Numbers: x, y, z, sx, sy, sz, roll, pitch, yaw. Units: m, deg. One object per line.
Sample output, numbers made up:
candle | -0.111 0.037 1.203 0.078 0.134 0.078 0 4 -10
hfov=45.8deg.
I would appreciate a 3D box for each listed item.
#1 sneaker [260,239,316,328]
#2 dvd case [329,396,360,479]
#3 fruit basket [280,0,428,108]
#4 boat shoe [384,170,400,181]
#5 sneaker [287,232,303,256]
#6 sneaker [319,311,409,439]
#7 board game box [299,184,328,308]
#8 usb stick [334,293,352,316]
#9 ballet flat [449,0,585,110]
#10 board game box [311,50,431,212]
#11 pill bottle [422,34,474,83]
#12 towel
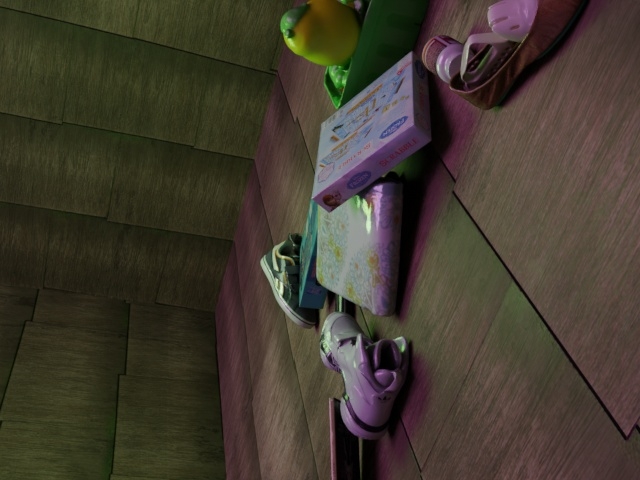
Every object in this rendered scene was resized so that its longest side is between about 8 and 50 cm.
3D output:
sneaker | -0.085 0.133 2.464 0.127 0.126 0.321 -48 54 22
dvd case | 0.059 0.497 1.800 0.164 0.018 0.221 43 -140 -59
fruit basket | 0.059 -0.544 1.985 0.283 0.392 0.392 -107 31 -58
boat shoe | 0.180 -0.118 1.883 0.133 0.048 0.042 -95 20 -43
sneaker | -0.097 0.043 2.679 0.268 0.101 0.153 -146 67 -66
sneaker | 0.107 0.261 1.776 0.366 0.137 0.210 -107 31 -48
board game box | 0.000 0.000 2.288 0.254 0.079 0.336 -91 10 -47
usb stick | 0.065 0.167 2.132 0.077 0.045 0.278 112 161 -61
ballet flat | 0.332 -0.358 1.355 0.342 0.124 0.116 129 147 -60
board game box | 0.121 -0.262 1.818 0.318 0.066 0.318 -34 31 32
pill bottle | 0.279 -0.385 1.624 0.152 0.086 0.086 -112 35 -63
towel | 0.093 -0.009 1.912 0.374 0.090 0.321 -157 64 -64
